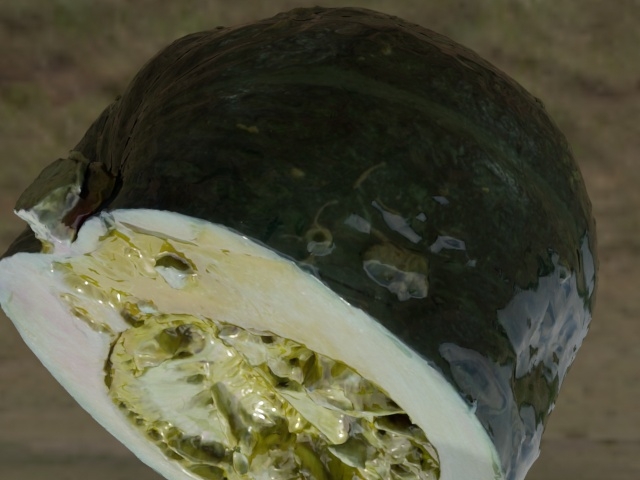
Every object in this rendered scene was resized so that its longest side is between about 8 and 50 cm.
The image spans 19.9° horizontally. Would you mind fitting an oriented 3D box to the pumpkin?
[{"bbox_3d":[0.000,0.000,0.877,0.263,0.197,0.293,42,149,-23],"label":"pumpkin"}]
